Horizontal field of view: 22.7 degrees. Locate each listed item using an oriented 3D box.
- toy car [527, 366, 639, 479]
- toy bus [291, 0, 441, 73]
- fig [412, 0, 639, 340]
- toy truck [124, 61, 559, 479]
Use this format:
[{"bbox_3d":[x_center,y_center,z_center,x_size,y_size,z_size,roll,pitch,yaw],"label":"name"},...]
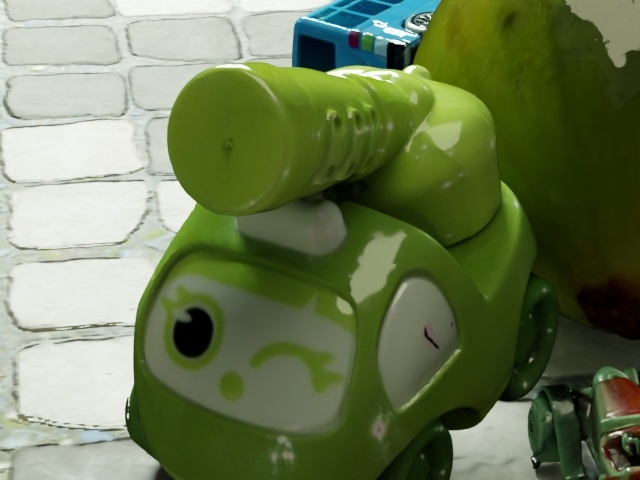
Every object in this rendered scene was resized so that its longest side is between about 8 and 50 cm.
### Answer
[{"bbox_3d":[0.134,0.098,0.650,0.073,0.054,0.143,-5,29,-6],"label":"toy car"},{"bbox_3d":[0.070,-0.122,1.004,0.106,0.090,0.184,19,34,32],"label":"toy bus"},{"bbox_3d":[0.134,-0.046,0.771,0.203,0.203,0.225,6,43,9],"label":"fig"},{"bbox_3d":[0.010,0.004,0.659,0.148,0.210,0.187,17,31,30],"label":"toy truck"}]
